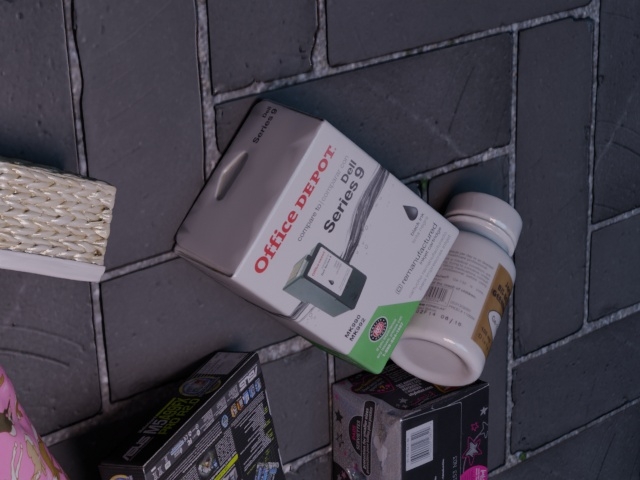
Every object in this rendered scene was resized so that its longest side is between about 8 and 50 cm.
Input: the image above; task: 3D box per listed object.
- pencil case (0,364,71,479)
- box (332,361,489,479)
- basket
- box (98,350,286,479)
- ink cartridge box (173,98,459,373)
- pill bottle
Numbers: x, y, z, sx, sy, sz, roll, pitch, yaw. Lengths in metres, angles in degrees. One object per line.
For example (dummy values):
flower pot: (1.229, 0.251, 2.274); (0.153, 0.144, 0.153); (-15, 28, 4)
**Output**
pencil case: (-0.336, 0.242, 1.445); (0.160, 0.167, 0.386); (-27, 126, -4)
box: (0.114, 0.296, 1.879); (0.163, 0.142, 0.247); (-17, 115, -36)
basket: (-0.298, -0.027, 1.414); (0.167, 0.113, 0.103); (13, 92, -44)
box: (-0.133, 0.278, 1.616); (0.270, 0.060, 0.216); (-44, 128, -56)
ink cartridge box: (0.000, 0.000, 1.680); (0.289, 0.121, 0.211); (35, 82, -43)
pill bottle: (0.176, 0.058, 1.828); (0.131, 0.131, 0.229); (51, 52, -40)
